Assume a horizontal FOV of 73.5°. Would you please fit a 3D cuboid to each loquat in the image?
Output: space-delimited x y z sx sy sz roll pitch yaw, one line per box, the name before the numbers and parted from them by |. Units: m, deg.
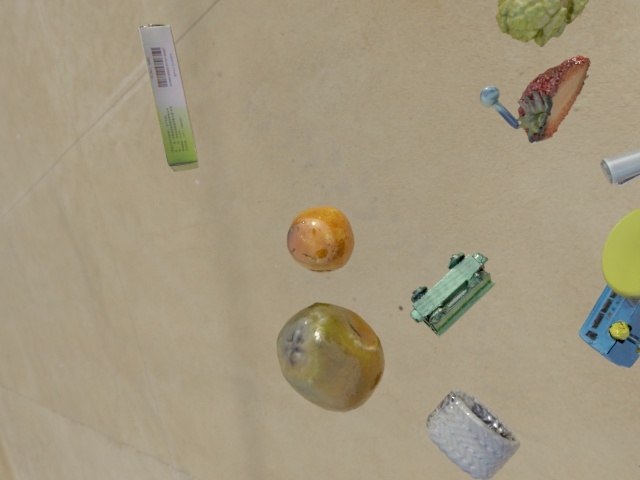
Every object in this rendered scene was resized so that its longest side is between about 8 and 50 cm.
loquat | 0.021 0.311 1.138 0.276 0.284 0.276 -26 51 37

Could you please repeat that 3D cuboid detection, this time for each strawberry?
strawberry | 0.761 -0.480 1.423 0.138 0.306 0.233 30 152 36

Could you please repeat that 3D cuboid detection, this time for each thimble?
thimble | 0.455 0.585 1.302 0.245 0.217 0.157 37 99 4

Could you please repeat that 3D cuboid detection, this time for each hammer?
hammer | 0.668 -0.486 1.584 0.069 0.116 0.194 -43 82 17

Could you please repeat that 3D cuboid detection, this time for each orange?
orange | 0.000 0.000 1.525 0.246 0.246 0.246 13 111 39

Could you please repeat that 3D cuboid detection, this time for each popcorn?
popcorn | 0.629 -0.677 1.207 0.212 0.259 0.259 44 134 -13

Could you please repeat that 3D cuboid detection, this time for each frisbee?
frisbee | 0.758 0.025 1.016 0.017 0.236 0.236 16 119 -5

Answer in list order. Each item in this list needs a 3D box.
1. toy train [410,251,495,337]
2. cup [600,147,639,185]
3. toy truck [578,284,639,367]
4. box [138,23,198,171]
toy train | 0.422 0.168 1.383 0.301 0.202 0.120 -44 54 1
cup | 0.843 -0.197 1.174 0.116 0.074 0.104 -20 130 22
toy truck | 1.032 0.222 1.416 0.385 0.161 0.162 -62 17 3
box | -0.307 -0.280 0.887 0.175 0.062 0.260 -161 62 -73
